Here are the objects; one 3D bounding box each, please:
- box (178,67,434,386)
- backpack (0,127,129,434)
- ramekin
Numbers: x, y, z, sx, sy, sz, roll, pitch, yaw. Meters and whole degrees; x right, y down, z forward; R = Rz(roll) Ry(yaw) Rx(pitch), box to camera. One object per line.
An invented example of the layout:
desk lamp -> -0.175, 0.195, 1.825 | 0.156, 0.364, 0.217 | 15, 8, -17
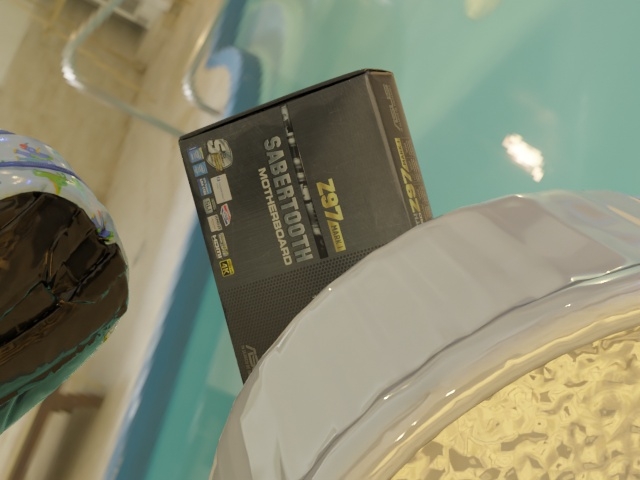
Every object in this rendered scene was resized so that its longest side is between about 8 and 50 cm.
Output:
box -> 0.000, 0.000, 1.031 | 0.183, 0.059, 0.232 | -16, 87, 26
backpack -> -0.345, 0.055, 1.122 | 0.355, 0.290, 0.273 | -28, 38, 1
ramekin -> 0.090, 0.116, 0.426 | 0.277, 0.277, 0.135 | -60, 22, 10
